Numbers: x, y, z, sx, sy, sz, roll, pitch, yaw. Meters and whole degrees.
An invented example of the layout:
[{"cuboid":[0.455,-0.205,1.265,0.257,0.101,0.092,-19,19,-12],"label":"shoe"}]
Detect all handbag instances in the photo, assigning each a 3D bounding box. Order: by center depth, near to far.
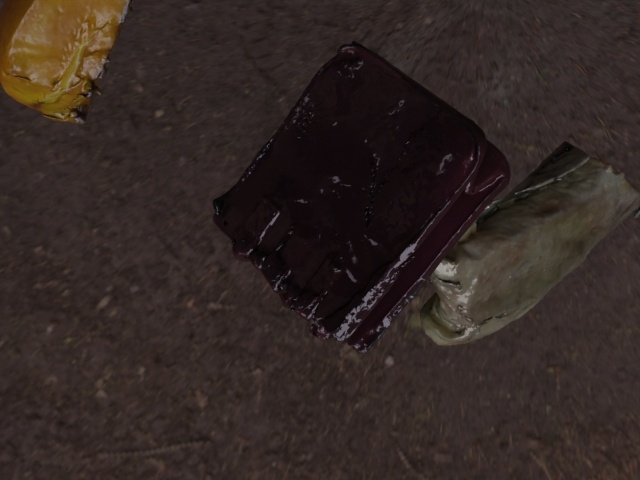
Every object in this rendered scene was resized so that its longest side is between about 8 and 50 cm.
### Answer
[{"cuboid":[0.029,-0.034,0.957,0.216,0.074,0.203,-53,48,3],"label":"handbag"}]

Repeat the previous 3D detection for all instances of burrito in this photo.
[{"cuboid":[0.234,-0.012,1.210,0.107,0.348,0.175,48,148,17],"label":"burrito"}]

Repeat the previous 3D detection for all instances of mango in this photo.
[{"cuboid":[-0.266,-0.258,1.239,0.126,0.154,0.252,21,79,-29],"label":"mango"}]
